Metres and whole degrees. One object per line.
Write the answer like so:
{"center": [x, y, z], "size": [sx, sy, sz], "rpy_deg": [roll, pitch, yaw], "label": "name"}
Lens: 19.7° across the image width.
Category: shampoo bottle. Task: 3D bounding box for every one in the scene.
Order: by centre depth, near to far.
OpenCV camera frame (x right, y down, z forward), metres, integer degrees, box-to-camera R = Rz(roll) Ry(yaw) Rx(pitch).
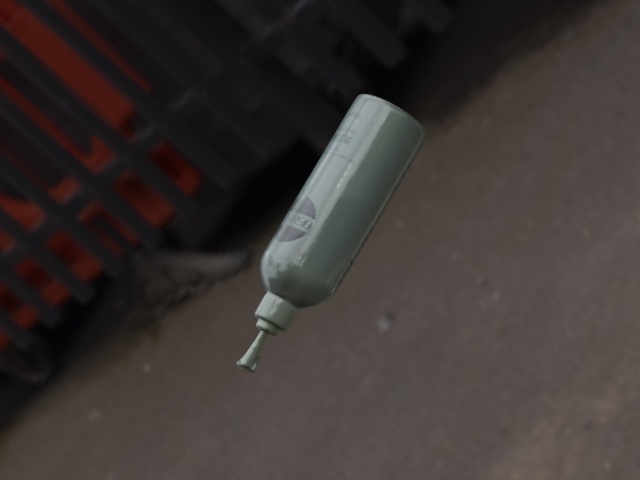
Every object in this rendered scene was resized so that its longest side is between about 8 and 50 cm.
{"center": [0.000, 0.000, 1.193], "size": [0.195, 0.056, 0.056], "rpy_deg": [-60, 17, -11], "label": "shampoo bottle"}
